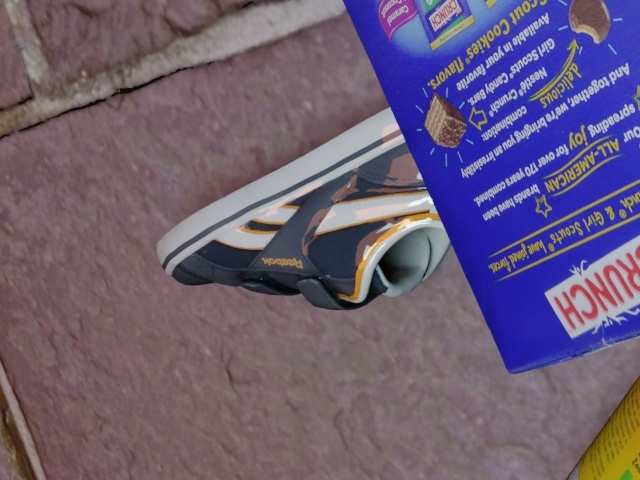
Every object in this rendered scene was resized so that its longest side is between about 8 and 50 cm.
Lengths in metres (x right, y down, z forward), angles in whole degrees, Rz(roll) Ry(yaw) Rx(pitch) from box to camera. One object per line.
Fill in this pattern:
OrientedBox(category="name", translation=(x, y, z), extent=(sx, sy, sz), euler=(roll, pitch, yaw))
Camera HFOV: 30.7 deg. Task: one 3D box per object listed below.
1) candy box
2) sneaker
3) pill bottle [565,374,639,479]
OrientedBox(category="candy box", translation=(0.154, -0.105, 0.674), extent=(0.268, 0.122, 0.317), euler=(-34, 76, 62))
OrientedBox(category="sneaker", translation=(0.000, 0.000, 0.908), extent=(0.321, 0.126, 0.128), euler=(-25, 87, 39))
OrientedBox(category="pill bottle", translation=(0.261, 0.133, 0.757), extent=(0.136, 0.136, 0.246), euler=(38, 127, 19))
